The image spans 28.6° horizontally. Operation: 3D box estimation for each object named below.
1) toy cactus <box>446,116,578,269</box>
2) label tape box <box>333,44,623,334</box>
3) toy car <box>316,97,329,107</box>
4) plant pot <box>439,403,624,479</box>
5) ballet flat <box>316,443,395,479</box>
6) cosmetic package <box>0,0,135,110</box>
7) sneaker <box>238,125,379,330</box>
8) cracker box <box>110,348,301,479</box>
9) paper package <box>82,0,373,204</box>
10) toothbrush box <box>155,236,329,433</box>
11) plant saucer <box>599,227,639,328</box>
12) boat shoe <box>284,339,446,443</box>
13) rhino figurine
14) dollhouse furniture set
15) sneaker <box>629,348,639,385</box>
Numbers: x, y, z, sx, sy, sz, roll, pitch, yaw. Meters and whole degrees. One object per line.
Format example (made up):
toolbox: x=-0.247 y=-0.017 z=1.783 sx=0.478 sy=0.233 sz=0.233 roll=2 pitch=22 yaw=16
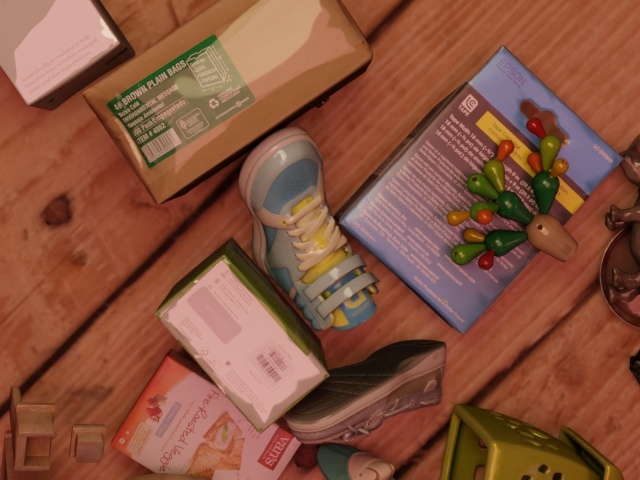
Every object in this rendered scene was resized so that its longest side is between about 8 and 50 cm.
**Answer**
toy cactus: x=0.277 y=-0.038 z=1.688 sx=0.180 sy=0.112 sz=0.219 roll=36 pitch=83 yaw=-15
label tape box: x=0.219 y=-0.072 z=1.778 sx=0.241 sy=0.106 sz=0.333 roll=43 pitch=91 yaw=-5
toy car: x=-0.058 y=-0.157 z=1.789 sx=0.239 sy=0.053 sz=0.224 roll=-8 pitch=95 yaw=-1
plant pot: x=0.289 y=0.371 z=1.760 sx=0.207 sy=0.228 sz=0.227 roll=8 pitch=96 yaw=-9
ballet flat: x=0.095 y=0.364 z=1.779 sx=0.247 sy=0.083 sz=0.087 roll=48 pitch=134 yaw=21
cosmetic package: x=-0.362 y=-0.280 z=1.703 sx=0.151 sy=0.183 sz=0.151 roll=-34 pitch=95 yaw=1
sneaker: x=0.000 y=0.000 z=1.652 sx=0.127 sy=0.319 sz=0.208 roll=-34 pitch=63 yaw=-14
cracker box: x=-0.162 y=0.285 z=1.812 sx=0.232 sy=0.067 sz=0.155 roll=32 pitch=93 yaw=-5
paper package: x=-0.107 y=-0.206 z=1.601 sx=0.325 sy=0.309 sz=0.168 roll=-33 pitch=94 yaw=2
toothbrush box: x=-0.102 y=0.118 z=1.693 sx=0.122 sy=0.283 sz=0.206 roll=-41 pitch=94 yaw=0
plant saucer: x=0.488 y=0.048 z=1.835 sx=0.169 sy=0.029 sz=0.168 roll=0 pitch=93 yaw=-2
boat shoe: x=0.073 y=0.220 z=1.716 sx=0.118 sy=0.320 sz=0.103 roll=-1 pitch=102 yaw=35
rhino figurine: x=0.461 y=-0.032 z=1.778 sx=0.106 sy=0.073 sz=0.243 roll=-2 pitch=93 yaw=2
dollhouse furniture set: x=-0.268 y=0.350 z=1.784 sx=0.356 sy=0.174 sz=0.303 roll=3 pitch=113 yaw=-18
sneaker: x=0.521 y=0.159 z=1.829 sx=0.152 sy=0.058 sz=0.084 roll=-38 pitch=103 yaw=8
